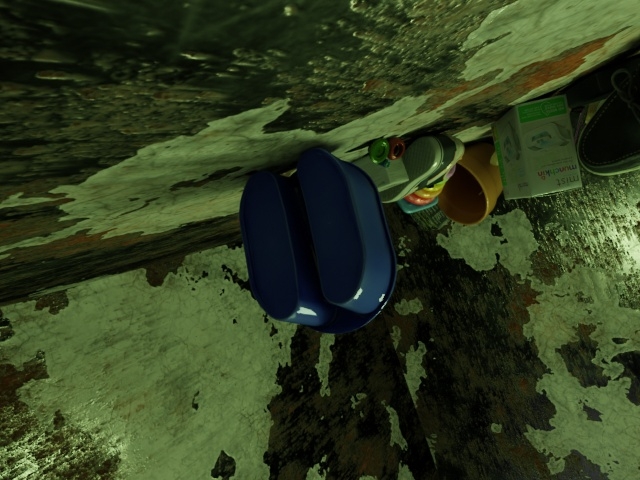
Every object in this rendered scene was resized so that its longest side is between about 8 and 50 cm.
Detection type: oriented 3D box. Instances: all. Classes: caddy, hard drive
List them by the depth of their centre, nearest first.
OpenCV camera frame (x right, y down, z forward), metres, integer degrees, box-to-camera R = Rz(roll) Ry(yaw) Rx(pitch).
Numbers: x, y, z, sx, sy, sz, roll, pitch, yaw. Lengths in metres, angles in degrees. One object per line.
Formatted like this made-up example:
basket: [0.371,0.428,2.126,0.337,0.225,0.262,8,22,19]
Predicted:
caddy: [0.000,0.000,0.791,0.242,0.340,0.179,-18,164,22]
hard drive: [0.714,-0.380,0.995,0.255,0.054,0.172,-19,-179,0]

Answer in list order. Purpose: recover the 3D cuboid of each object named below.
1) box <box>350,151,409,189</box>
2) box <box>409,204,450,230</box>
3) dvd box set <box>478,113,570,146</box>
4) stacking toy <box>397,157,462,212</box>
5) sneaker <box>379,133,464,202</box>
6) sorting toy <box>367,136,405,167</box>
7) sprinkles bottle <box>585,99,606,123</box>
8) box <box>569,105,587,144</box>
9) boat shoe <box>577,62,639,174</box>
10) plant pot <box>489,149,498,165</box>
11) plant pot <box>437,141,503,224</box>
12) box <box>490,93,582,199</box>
box: [0.143,-0.168,1.062,0.102,0.087,0.101,-18,-179,40]
box: [0.386,-0.161,1.749,0.060,0.270,0.216,-40,-179,-3]
dvd box set: [0.775,-0.404,1.753,0.421,0.062,0.308,-19,-179,-28]
stacking toy: [0.355,-0.228,1.360,0.166,0.175,0.302,-20,167,-25]
sneaker: [0.248,-0.185,1.155,0.128,0.125,0.321,-13,176,-27]
sorting toy: [0.128,-0.186,0.894,0.102,0.061,0.042,-11,-150,-36]
sprinkles bottle: [0.795,-0.315,1.078,0.122,0.121,0.355,-19,-159,12]
box: [0.674,-0.313,1.131,0.029,0.115,0.162,18,-134,32]
boat shoe: [0.635,-0.270,0.784,0.156,0.186,0.500,-13,166,-12]
plant pot: [0.657,-0.322,1.400,0.237,0.032,0.236,-30,159,-13]
plant pot: [0.556,-0.231,1.602,0.204,0.290,0.291,-37,-173,-21]
box: [0.567,-0.233,1.150,0.127,0.230,0.262,-10,-177,10]
